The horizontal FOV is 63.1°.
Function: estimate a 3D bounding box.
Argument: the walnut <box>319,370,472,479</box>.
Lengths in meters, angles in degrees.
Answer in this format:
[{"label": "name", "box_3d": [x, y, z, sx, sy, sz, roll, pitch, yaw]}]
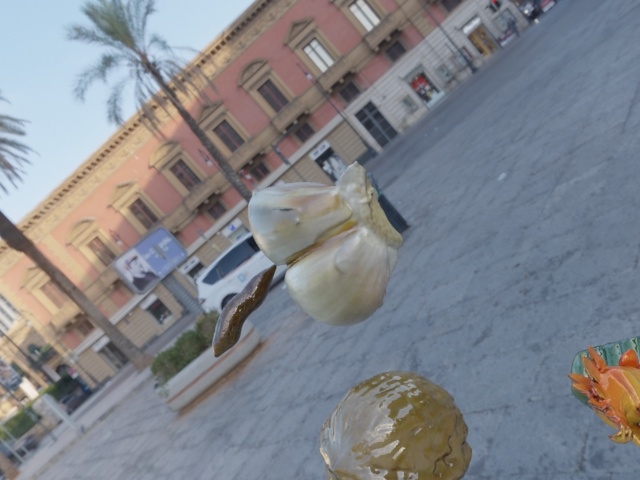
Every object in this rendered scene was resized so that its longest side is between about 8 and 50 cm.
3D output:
[{"label": "walnut", "box_3d": [0.096, 0.280, 0.713, 0.213, 0.213, 0.213, -41, 5, 5]}]

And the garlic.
[{"label": "garlic", "box_3d": [0.000, 0.000, 0.948, 0.249, 0.286, 0.313, -55, 20, -22]}]

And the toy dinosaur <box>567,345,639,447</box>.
[{"label": "toy dinosaur", "box_3d": [0.333, 0.170, 0.572, 0.288, 0.117, 0.070, 12, -56, -42]}]

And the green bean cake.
[{"label": "green bean cake", "box_3d": [0.693, 0.313, 1.151, 0.222, 0.248, 0.124, -27, 40, 42]}]

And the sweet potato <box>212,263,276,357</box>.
[{"label": "sweet potato", "box_3d": [-0.154, 0.132, 1.035, 0.051, 0.065, 0.218, 22, 73, 39]}]
